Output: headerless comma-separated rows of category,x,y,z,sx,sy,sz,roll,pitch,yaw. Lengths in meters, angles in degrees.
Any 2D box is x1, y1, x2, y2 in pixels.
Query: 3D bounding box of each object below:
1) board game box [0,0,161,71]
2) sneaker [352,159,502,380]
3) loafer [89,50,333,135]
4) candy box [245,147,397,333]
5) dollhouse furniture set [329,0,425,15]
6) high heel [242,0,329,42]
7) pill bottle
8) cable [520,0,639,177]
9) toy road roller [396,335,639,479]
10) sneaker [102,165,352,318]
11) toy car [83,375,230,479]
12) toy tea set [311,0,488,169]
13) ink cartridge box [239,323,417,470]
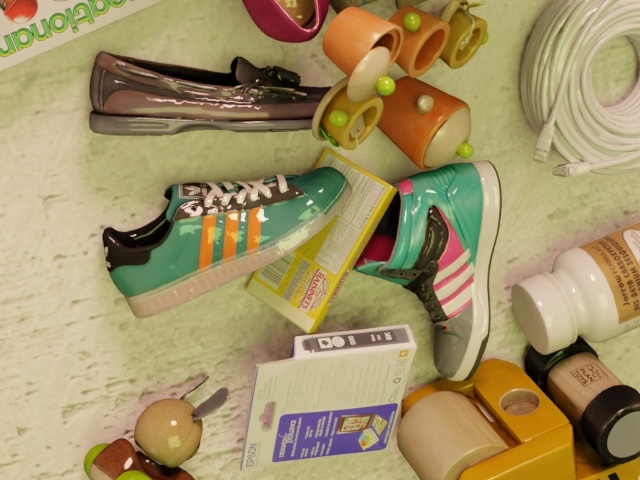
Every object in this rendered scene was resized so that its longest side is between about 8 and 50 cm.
board game box,-0.295,-0.306,1.315,0.305,0.053,0.193,-28,122,-17
sneaker,0.121,0.045,1.557,0.178,0.124,0.295,-2,110,-14
loafer,-0.113,-0.172,1.425,0.303,0.109,0.095,-4,102,-15
candy box,0.000,0.000,1.520,0.206,0.105,0.027,-60,157,6
dollhouse furniture set,0.122,-0.338,1.364,0.212,0.161,0.242,-25,148,-10
high heel,-0.084,-0.393,1.320,0.127,0.181,0.377,-30,113,-7
pill bottle,0.376,0.062,1.639,0.229,0.131,0.131,-21,112,-11
cable,0.380,-0.210,1.581,0.257,0.089,0.257,0,106,-19
toy road roller,0.283,0.294,1.650,0.330,0.202,0.240,-19,122,-14
sneaker,-0.114,-0.025,1.455,0.302,0.108,0.121,-28,109,1
toy car,-0.176,0.252,1.519,0.149,0.155,0.188,39,79,-24
toy tea set,0.107,-0.165,1.397,0.336,0.124,0.200,-16,139,-58
ink cartridge box,0.003,0.199,1.566,0.208,0.045,0.206,-5,133,-18
